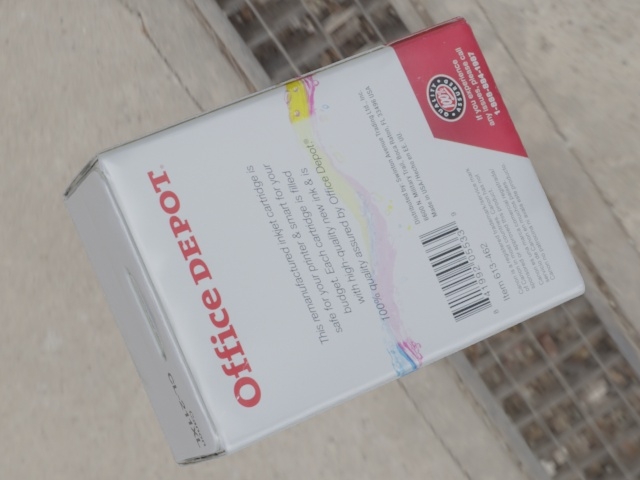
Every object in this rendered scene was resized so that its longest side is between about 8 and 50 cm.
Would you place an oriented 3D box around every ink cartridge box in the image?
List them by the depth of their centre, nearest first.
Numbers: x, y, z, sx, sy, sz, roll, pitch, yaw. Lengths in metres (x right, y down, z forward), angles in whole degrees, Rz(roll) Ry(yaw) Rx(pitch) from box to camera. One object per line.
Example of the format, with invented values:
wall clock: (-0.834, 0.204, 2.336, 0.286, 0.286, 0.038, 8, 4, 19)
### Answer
ink cartridge box: (0.000, 0.000, 0.743, 0.175, 0.072, 0.127, -22, 87, -23)
